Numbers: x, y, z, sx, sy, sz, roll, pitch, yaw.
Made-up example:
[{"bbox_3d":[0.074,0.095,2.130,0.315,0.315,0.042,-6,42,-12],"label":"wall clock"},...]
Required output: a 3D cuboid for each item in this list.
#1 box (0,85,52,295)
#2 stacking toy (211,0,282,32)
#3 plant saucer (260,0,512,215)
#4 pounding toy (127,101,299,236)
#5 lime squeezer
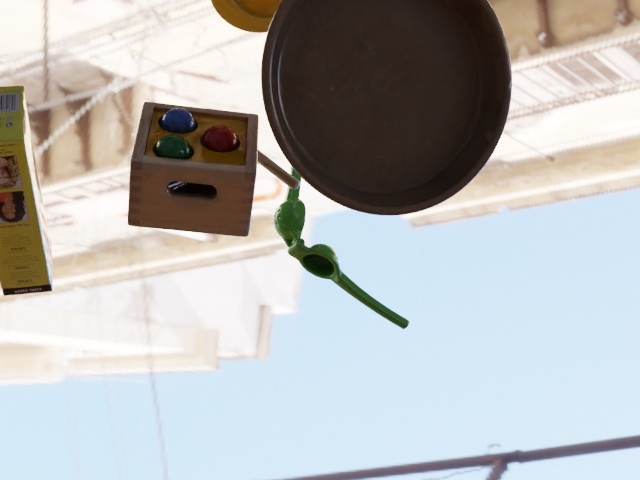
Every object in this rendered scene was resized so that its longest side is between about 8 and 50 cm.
[{"bbox_3d":[-0.323,-0.047,1.144,0.058,0.232,0.087,-6,-132,-9],"label":"box"},{"bbox_3d":[0.041,-0.350,1.458,0.279,0.309,0.130,-35,-149,31],"label":"stacking toy"},{"bbox_3d":[0.068,-0.165,1.128,0.041,0.278,0.277,-168,-87,-70],"label":"plant saucer"},{"bbox_3d":[-0.107,-0.101,1.193,0.206,0.181,0.094,-93,-170,-55],"label":"pounding toy"},{"bbox_3d":[0.000,0.000,1.449,0.059,0.110,0.310,-38,-104,36],"label":"lime squeezer"}]
